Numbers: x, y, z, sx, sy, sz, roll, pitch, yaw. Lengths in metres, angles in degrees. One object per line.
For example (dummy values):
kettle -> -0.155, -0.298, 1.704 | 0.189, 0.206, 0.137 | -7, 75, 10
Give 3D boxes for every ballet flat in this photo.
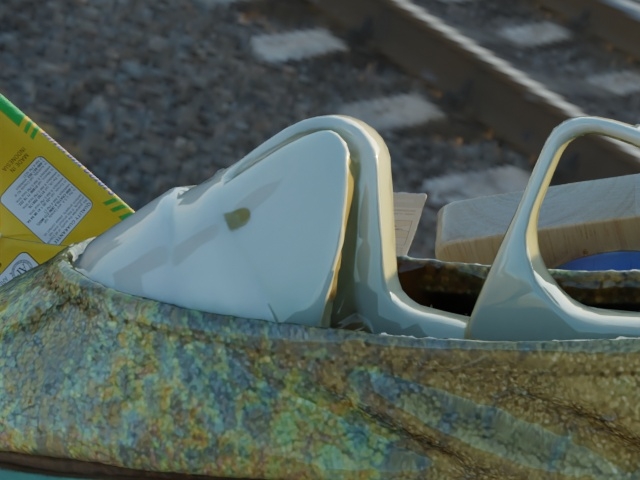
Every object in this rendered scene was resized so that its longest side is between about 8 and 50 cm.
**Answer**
ballet flat -> 0.039, 0.020, 0.411 | 0.348, 0.123, 0.123 | 5, 19, 14

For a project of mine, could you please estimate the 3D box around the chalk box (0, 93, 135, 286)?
chalk box -> -0.118, 0.047, 0.693 | 0.132, 0.132, 0.213 | 40, -4, 23

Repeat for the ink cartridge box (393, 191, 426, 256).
ink cartridge box -> 0.000, 0.000, 1.241 | 0.145, 0.179, 0.045 | 2, 51, -10

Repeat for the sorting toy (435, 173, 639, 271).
sorting toy -> 0.203, 0.083, 0.636 | 0.255, 0.257, 0.089 | -8, 47, 20
